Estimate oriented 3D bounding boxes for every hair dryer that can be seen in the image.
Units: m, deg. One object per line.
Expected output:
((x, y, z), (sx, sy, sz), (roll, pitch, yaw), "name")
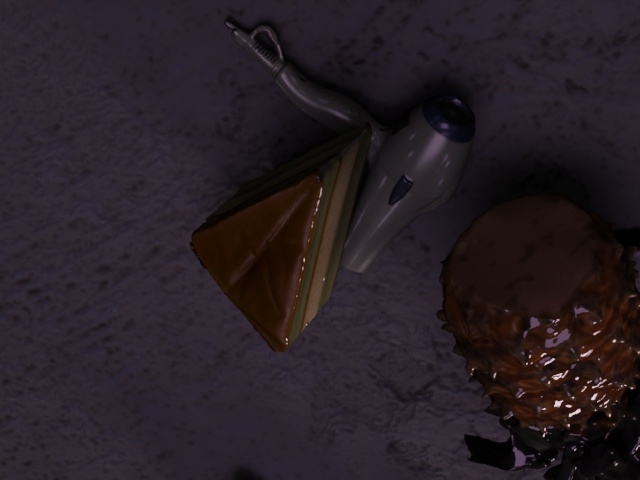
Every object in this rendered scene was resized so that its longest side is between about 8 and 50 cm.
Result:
((0.004, -0.061, 1.290), (0.199, 0.067, 0.167), (22, 126, 7), "hair dryer")

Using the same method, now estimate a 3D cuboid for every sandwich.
((0.000, 0.000, 1.262), (0.163, 0.079, 0.113), (-26, 105, 47), "sandwich")

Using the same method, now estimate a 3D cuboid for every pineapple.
((0.179, 0.109, 1.296), (0.170, 0.141, 0.310), (-16, 133, 11), "pineapple")

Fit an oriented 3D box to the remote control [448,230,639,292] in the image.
((0.219, 0.023, 1.322), (0.245, 0.025, 0.063), (-6, 115, 10), "remote control")
